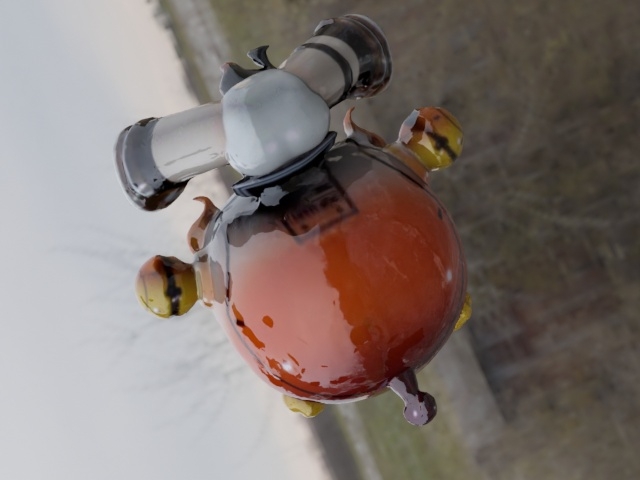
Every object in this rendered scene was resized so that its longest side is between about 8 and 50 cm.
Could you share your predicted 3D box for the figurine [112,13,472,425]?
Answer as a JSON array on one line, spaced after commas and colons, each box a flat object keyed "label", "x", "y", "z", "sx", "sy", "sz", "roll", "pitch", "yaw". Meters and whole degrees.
[{"label": "figurine", "x": 0.000, "y": 0.000, "z": 1.427, "sx": 0.323, "sy": 0.320, "sz": 0.196, "roll": 62, "pitch": 174, "yaw": -19}]
